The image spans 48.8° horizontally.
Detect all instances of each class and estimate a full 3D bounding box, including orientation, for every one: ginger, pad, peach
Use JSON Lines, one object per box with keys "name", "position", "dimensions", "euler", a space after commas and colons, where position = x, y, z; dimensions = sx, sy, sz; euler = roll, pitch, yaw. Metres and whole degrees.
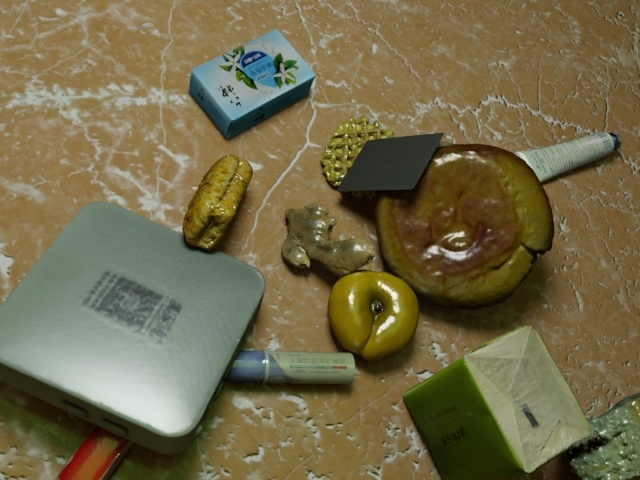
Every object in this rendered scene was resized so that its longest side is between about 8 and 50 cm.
{"name": "ginger", "position": [0.008, -0.007, 1.358], "dimensions": [0.214, 0.059, 0.133], "euler": [4, 70, 28]}
{"name": "pad", "position": [0.133, -0.151, 1.380], "dimensions": [0.003, 0.211, 0.143], "euler": [45, 65, -32]}
{"name": "peach", "position": [0.097, 0.139, 1.333], "dimensions": [0.179, 0.103, 0.179], "euler": [2, 73, -8]}

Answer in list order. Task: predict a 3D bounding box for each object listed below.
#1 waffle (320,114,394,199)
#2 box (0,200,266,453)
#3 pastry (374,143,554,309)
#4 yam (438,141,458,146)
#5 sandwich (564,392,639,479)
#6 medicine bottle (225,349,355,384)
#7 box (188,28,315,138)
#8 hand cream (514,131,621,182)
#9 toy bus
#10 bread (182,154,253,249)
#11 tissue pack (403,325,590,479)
{"name": "waffle", "position": [0.085, -0.178, 1.505], "dimensions": [0.148, 0.051, 0.194], "euler": [31, 62, 2]}
{"name": "box", "position": [-0.313, 0.133, 1.187], "dimensions": [0.372, 0.090, 0.367], "euler": [25, 49, 1]}
{"name": "pastry", "position": [0.278, -0.034, 1.390], "dimensions": [0.355, 0.164, 0.356], "euler": [1, 95, 6]}
{"name": "yam", "position": [0.330, -0.153, 1.536], "dimensions": [0.194, 0.107, 0.107], "euler": [5, 65, -15]}
{"name": "sandwich", "position": [0.583, 0.353, 1.285], "dimensions": [0.325, 0.262, 0.131], "euler": [-15, 66, -22]}
{"name": "medicine bottle", "position": [-0.055, 0.229, 1.273], "dimensions": [0.230, 0.059, 0.059], "euler": [3, 65, -15]}
{"name": "box", "position": [-0.144, -0.333, 1.495], "dimensions": [0.232, 0.083, 0.143], "euler": [-34, 80, -28]}
{"name": "hand cream", "position": [0.587, -0.202, 1.663], "dimensions": [0.275, 0.059, 0.095], "euler": [-17, 73, -17]}
{"name": "toy bus", "position": [-0.352, 0.341, 1.125], "dimensions": [0.079, 0.077, 0.174], "euler": [34, 61, 1]}
{"name": "bread", "position": [-0.190, -0.075, 1.308], "dimensions": [0.083, 0.114, 0.211], "euler": [32, 29, -15]}
{"name": "tissue pack", "position": [0.289, 0.296, 1.218], "dimensions": [0.167, 0.275, 0.200], "euler": [-21, 73, -23]}
